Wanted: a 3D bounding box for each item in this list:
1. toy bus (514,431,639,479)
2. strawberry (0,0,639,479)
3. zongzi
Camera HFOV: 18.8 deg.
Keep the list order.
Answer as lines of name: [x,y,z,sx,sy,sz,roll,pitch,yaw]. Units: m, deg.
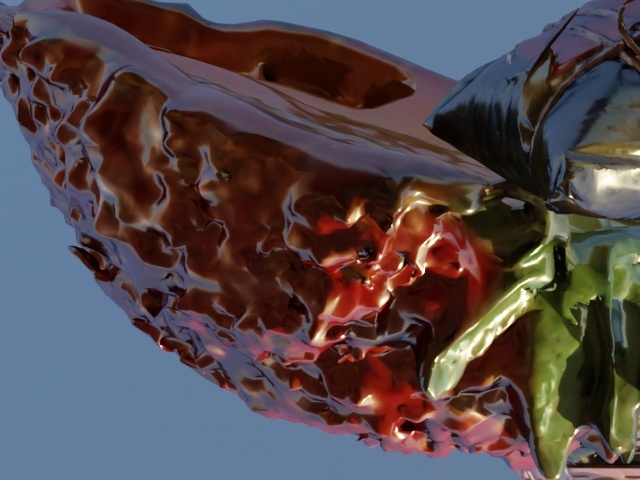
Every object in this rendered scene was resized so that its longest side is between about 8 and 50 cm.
toy bus: [0.160,0.058,0.726,0.203,0.063,0.090,-3,-41,28]
strawberry: [0.003,0.001,0.447,0.192,0.140,0.085,13,-73,-13]
zongzi: [0.057,-0.019,0.334,0.083,0.073,0.067,-12,-77,10]
